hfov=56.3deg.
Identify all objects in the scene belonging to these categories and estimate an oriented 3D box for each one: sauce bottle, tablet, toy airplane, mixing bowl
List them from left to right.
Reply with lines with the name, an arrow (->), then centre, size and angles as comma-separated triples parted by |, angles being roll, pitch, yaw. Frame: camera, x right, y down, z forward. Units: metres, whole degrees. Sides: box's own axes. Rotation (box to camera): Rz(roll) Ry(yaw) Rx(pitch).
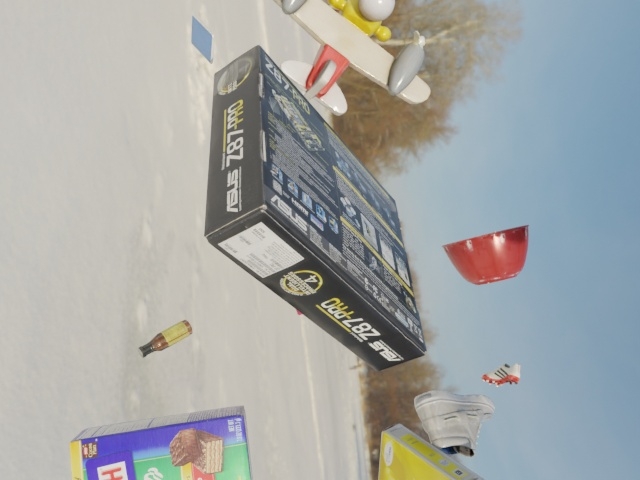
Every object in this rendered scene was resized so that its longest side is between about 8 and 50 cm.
sauce bottle -> -0.360, 0.228, 1.383 | 0.042, 0.128, 0.042 | 32, -45, 39
tablet -> -0.204, -0.348, 1.033 | 0.083, 0.006, 0.054 | 49, -38, 33
toy airplane -> 0.071, -0.504, 1.447 | 0.272, 0.385, 0.385 | -35, -111, 53
mixing bowl -> 0.351, 0.036, 1.236 | 0.181, 0.181, 0.098 | 52, 24, -84

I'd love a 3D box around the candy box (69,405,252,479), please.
candy box -> -0.285, 0.471, 1.114 | 0.122, 0.316, 0.269 | 128, -45, -80

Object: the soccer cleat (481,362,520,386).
soccer cleat -> 0.308, 0.228, 1.019 | 0.083, 0.029, 0.036 | -31, -146, 60

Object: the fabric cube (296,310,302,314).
fabric cube -> 0.000, 0.000, 1.634 | 0.254, 0.258, 0.258 | -104, 174, -47

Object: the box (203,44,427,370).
box -> 0.004, -0.036, 0.849 | 0.395, 0.097, 0.319 | 42, 33, -42

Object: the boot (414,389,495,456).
boot -> 0.295, 0.392, 1.250 | 0.258, 0.095, 0.124 | 18, 47, -40

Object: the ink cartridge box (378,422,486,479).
ink cartridge box -> 0.229, 0.553, 1.125 | 0.307, 0.072, 0.304 | 23, -64, 50
